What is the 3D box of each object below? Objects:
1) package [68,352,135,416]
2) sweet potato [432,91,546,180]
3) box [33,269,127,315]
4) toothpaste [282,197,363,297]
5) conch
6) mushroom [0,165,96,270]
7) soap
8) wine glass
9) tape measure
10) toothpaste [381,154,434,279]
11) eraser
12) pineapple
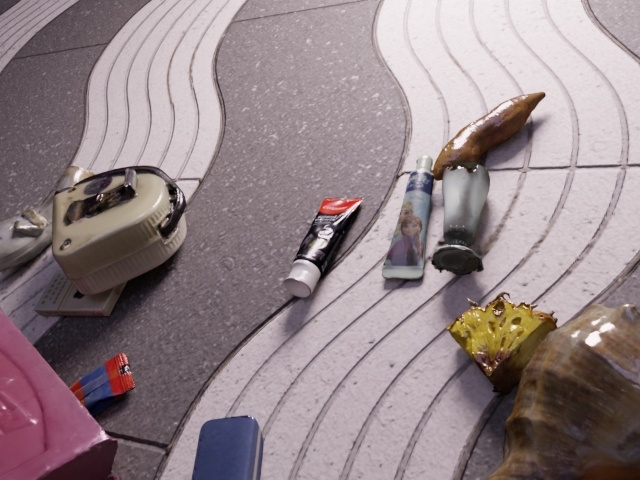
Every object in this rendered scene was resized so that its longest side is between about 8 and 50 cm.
[{"bbox_3d":[-0.370,0.249,1.119,0.200,0.022,0.083,-33,43,-2],"label":"package"},{"bbox_3d":[0.248,-0.160,1.114,0.218,0.051,0.065,-39,39,-8],"label":"sweet potato"},{"bbox_3d":[-0.414,0.089,1.290,0.166,0.024,0.090,-2,50,28],"label":"box"},{"bbox_3d":[0.000,0.000,1.121,0.071,0.045,0.194,2,47,32],"label":"toothpaste"},{"bbox_3d":[0.274,0.233,0.640,0.297,0.210,0.352,49,117,45],"label":"conch"},{"bbox_3d":[-0.543,-0.040,1.442,0.096,0.099,0.278,34,68,31],"label":"mushroom"},{"bbox_3d":[-0.465,0.253,1.007,0.233,0.128,0.359,-25,44,-37],"label":"soap"},{"bbox_3d":[0.194,-0.030,1.013,0.072,0.072,0.155,-6,49,26],"label":"wine glass"},{"bbox_3d":[-0.349,-0.053,1.295,0.231,0.133,0.271,-27,33,-4],"label":"tape measure"},{"bbox_3d":[0.136,-0.036,1.078,0.061,0.037,0.216,-2,56,28],"label":"toothpaste"},{"bbox_3d":[-0.119,0.322,0.895,0.081,0.036,0.225,-14,46,19],"label":"eraser"},{"bbox_3d":[0.211,0.125,0.873,0.137,0.069,0.116,-7,53,37],"label":"pineapple"}]
